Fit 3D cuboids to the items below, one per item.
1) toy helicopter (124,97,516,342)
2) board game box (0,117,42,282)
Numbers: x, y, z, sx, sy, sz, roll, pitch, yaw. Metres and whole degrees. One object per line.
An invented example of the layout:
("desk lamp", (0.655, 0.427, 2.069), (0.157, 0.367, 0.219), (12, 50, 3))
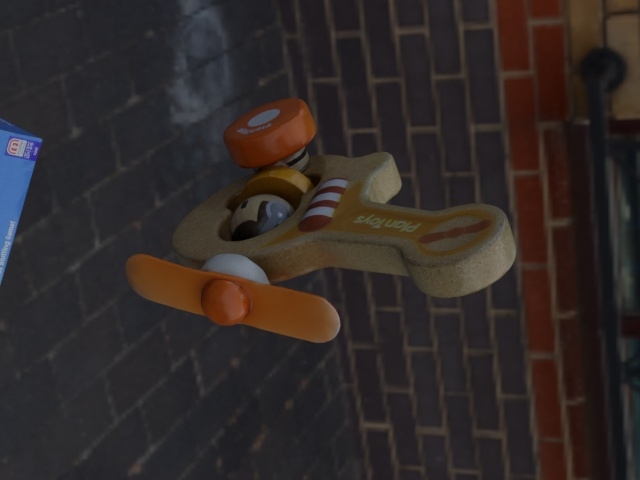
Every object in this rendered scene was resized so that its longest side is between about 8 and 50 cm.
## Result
("toy helicopter", (0.000, 0.000, 0.983), (0.235, 0.355, 0.140), (-38, 119, -31))
("board game box", (-0.312, -0.007, 0.997), (0.047, 0.160, 0.210), (10, 100, -43))
